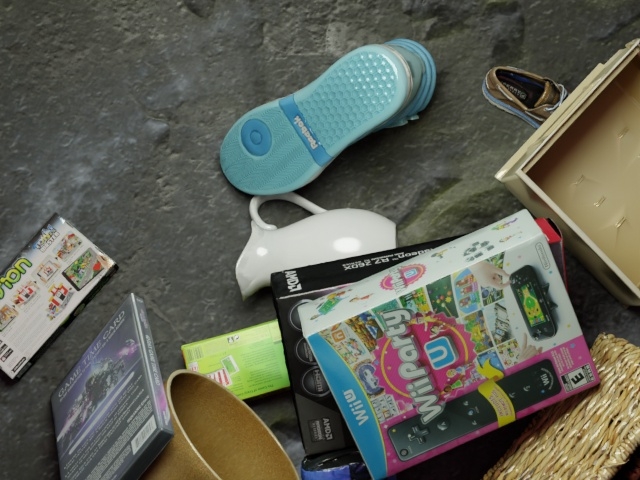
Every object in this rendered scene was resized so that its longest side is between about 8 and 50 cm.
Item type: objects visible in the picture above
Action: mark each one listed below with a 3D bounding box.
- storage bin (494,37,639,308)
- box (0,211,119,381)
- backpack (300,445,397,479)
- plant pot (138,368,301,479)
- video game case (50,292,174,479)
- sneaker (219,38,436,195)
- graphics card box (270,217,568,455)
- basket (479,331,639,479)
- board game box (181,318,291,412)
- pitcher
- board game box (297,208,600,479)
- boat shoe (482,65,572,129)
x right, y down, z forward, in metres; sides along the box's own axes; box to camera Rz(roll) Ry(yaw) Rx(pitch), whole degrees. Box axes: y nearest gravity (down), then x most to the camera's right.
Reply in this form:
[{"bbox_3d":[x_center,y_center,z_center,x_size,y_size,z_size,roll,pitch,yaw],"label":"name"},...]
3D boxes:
[{"bbox_3d":[0.415,-0.085,1.850,0.262,0.123,0.260,44,82,-5],"label":"storage bin"},{"bbox_3d":[-0.383,0.075,1.906,0.114,0.036,0.207,40,81,9],"label":"box"},{"bbox_3d":[0.037,0.312,1.815,0.120,0.098,0.101,-8,93,-2],"label":"backpack"},{"bbox_3d":[-0.191,0.331,1.761,0.254,0.237,0.237,-42,79,13],"label":"plant pot"},{"bbox_3d":[-0.264,0.215,1.748,0.026,0.274,0.196,29,111,-29],"label":"video game case"},{"bbox_3d":[0.026,-0.167,1.917,0.319,0.208,0.127,-26,91,32],"label":"sneaker"},{"bbox_3d":[0.135,0.121,1.798,0.370,0.094,0.233,-10,113,-3],"label":"graphics card box"},{"bbox_3d":[0.371,0.300,1.717,0.213,0.223,0.299,41,87,-18],"label":"basket"},{"bbox_3d":[-0.085,0.162,1.877,0.181,0.043,0.092,-16,79,-2],"label":"board game box"},{"bbox_3d":[0.000,0.000,1.881,0.207,0.125,0.178,-1,56,6],"label":"pitcher"},{"bbox_3d":[0.155,0.128,1.702,0.303,0.097,0.224,-24,112,2],"label":"board game box"},{"bbox_3d":[0.309,-0.187,1.934,0.183,0.066,0.066,20,79,6],"label":"boat shoe"}]
